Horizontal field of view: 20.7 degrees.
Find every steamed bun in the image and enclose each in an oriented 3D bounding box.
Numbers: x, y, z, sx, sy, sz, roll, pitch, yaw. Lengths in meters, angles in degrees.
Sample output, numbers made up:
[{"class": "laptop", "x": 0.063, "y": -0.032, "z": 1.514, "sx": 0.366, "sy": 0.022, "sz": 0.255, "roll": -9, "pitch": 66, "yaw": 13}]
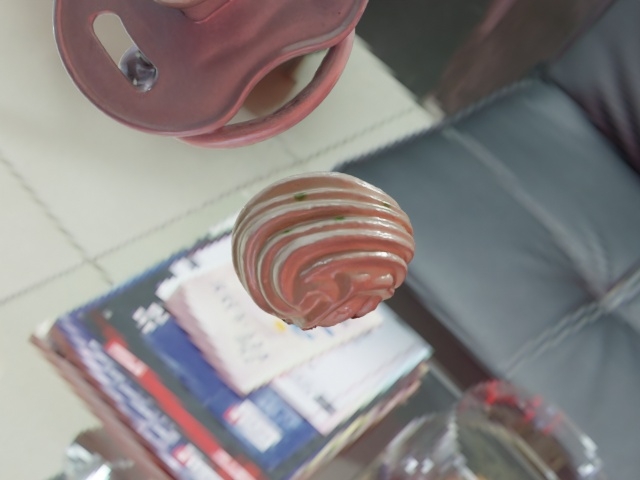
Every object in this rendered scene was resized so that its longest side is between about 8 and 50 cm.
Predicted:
[{"class": "steamed bun", "x": 0.000, "y": 0.000, "z": 1.698, "sx": 0.183, "sy": 0.106, "sz": 0.183, "roll": -6, "pitch": 37, "yaw": 5}]

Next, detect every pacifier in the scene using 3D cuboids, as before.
[{"class": "pacifier", "x": -0.081, "y": -0.202, "z": 1.398, "sx": 0.227, "sy": 0.279, "sz": 0.207, "roll": 53, "pitch": -4, "yaw": 10}]
